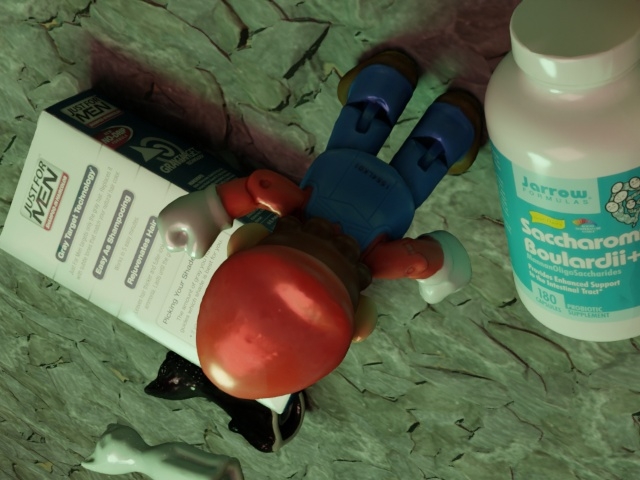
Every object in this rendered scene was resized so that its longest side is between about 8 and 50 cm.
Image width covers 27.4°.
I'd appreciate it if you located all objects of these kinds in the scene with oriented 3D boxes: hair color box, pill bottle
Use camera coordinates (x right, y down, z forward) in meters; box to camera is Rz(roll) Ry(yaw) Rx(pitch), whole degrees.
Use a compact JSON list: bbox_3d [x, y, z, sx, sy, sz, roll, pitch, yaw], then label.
[{"bbox_3d":[-0.139,0.006,1.334,0.347,0.105,0.174,30,117,8],"label":"hair color box"},{"bbox_3d":[0.200,-0.059,0.967,0.146,0.146,0.264,13,142,30],"label":"pill bottle"}]

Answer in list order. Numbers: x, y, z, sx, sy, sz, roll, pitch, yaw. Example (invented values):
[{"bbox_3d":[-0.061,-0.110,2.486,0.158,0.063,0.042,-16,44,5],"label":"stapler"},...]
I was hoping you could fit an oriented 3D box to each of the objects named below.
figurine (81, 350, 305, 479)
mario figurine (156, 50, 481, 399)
[{"bbox_3d":[-0.161,0.231,1.598,0.209,0.215,0.092,16,138,30],"label":"figurine"},{"bbox_3d":[0.000,0.000,1.059,0.198,0.320,0.170,12,140,32],"label":"mario figurine"}]
